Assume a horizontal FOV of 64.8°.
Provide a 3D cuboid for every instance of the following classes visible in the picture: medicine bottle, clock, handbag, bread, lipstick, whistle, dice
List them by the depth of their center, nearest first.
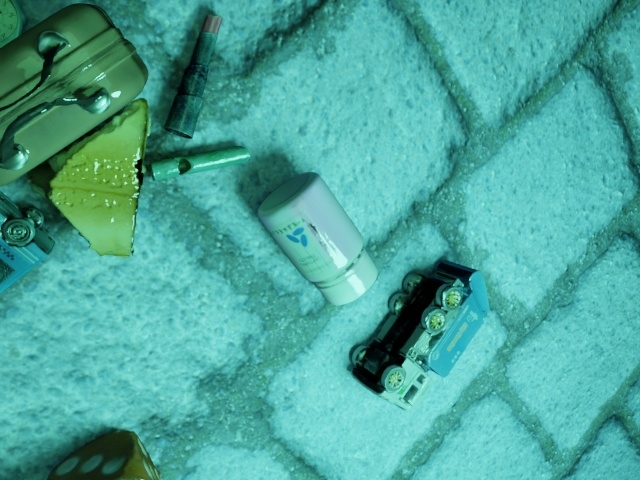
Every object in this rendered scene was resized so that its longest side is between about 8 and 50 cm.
[{"bbox_3d":[-0.398,-0.204,0.714,0.302,0.283,0.149,-34,121,-5],"label":"handbag"},{"bbox_3d":[-0.516,-0.354,0.786,0.108,0.045,0.147,21,88,-27],"label":"clock"},{"bbox_3d":[-0.333,-0.087,0.836,0.224,0.184,0.211,-35,112,-13],"label":"bread"},{"bbox_3d":[-0.378,0.472,0.907,0.174,0.179,0.174,-25,110,-19],"label":"dice"},{"bbox_3d":[-0.224,-0.306,0.927,0.053,0.053,0.234,20,87,-26],"label":"lipstick"},{"bbox_3d":[-0.226,-0.148,0.956,0.186,0.039,0.039,-15,104,-22],"label":"whistle"},{"bbox_3d":[0.000,0.000,1.021,0.152,0.152,0.254,-40,112,-14],"label":"medicine bottle"}]

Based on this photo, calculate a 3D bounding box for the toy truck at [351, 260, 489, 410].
[{"bbox_3d":[0.239,0.212,1.169,0.175,0.146,0.367,44,79,-28],"label":"toy truck"}]

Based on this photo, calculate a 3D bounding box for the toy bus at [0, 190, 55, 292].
[{"bbox_3d":[-0.548,-0.040,0.782,0.134,0.113,0.246,-43,115,-6],"label":"toy bus"}]
